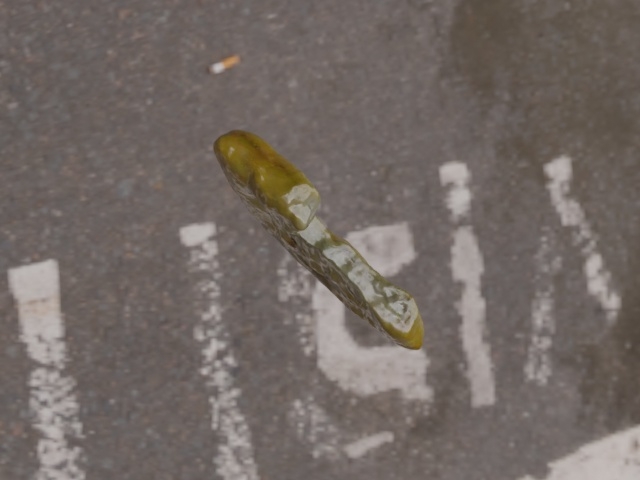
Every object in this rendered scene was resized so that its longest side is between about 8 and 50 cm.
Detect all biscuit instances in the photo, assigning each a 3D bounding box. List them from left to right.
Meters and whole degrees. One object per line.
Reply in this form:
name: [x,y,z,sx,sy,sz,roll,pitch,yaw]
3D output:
biscuit: [0.000,0.000,1.031,0.039,0.174,0.183,-45,154,-6]
